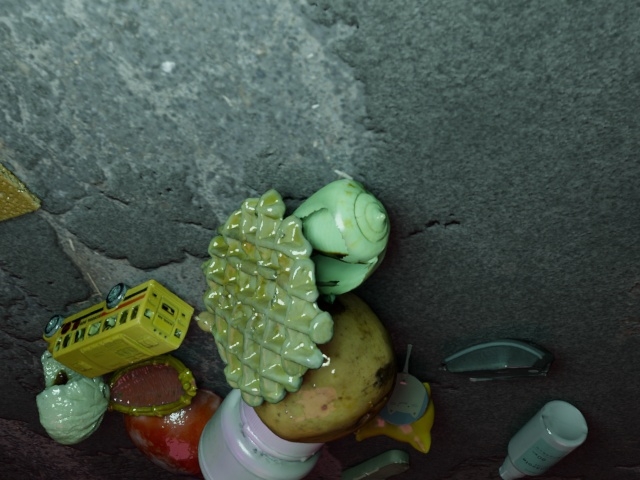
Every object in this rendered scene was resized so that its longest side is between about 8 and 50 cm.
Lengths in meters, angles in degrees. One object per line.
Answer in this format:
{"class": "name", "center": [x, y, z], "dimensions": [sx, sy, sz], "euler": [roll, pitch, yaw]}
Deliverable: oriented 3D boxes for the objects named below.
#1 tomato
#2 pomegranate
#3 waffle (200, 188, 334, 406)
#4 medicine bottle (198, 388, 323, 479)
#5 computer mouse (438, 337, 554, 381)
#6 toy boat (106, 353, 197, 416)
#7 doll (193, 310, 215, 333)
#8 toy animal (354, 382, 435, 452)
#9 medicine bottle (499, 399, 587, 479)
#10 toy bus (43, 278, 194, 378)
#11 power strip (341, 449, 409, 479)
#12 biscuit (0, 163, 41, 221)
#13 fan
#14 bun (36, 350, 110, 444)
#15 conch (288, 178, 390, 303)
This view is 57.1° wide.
{"class": "tomato", "center": [-0.347, 0.495, 1.465], "dimensions": [0.289, 0.176, 0.335], "euler": [-9, 140, 20]}
{"class": "pomegranate", "center": [-0.004, 0.211, 1.022], "dimensions": [0.281, 0.281, 0.281], "euler": [3, 140, 2]}
{"class": "waffle", "center": [-0.095, 0.092, 0.880], "dimensions": [0.056, 0.292, 0.309], "euler": [-3, 153, -38]}
{"class": "medicine bottle", "center": [-0.105, 0.406, 1.268], "dimensions": [0.241, 0.241, 0.302], "euler": [22, 125, -20]}
{"class": "computer mouse", "center": [0.343, 0.232, 1.160], "dimensions": [0.231, 0.071, 0.126], "euler": [-14, 152, 36]}
{"class": "toy boat", "center": [-0.375, 0.325, 1.305], "dimensions": [0.318, 0.141, 0.099], "euler": [-17, 176, 31]}
{"class": "doll", "center": [-0.219, 0.169, 1.154], "dimensions": [0.061, 0.051, 0.093], "euler": [30, 139, 14]}
{"class": "toy animal", "center": [0.132, 0.369, 1.284], "dimensions": [0.229, 0.156, 0.156], "euler": [1, 141, 14]}
{"class": "medicine bottle", "center": [0.524, 0.513, 1.444], "dimensions": [0.110, 0.110, 0.352], "euler": [7, 140, -3]}
{"class": "toy bus", "center": [-0.402, 0.180, 1.129], "dimensions": [0.335, 0.123, 0.121], "euler": [-23, 133, 29]}
{"class": "power strip", "center": [0.163, 0.672, 1.721], "dimensions": [0.080, 0.048, 0.286], "euler": [22, 137, -23]}
{"class": "biscuit", "center": [-0.561, -0.069, 0.922], "dimensions": [0.231, 0.025, 0.131], "euler": [-13, 138, 20]}
{"class": "fan", "center": [0.170, 0.296, 1.209], "dimensions": [0.113, 0.005, 0.175], "euler": [9, 97, 3]}
{"class": "bun", "center": [-0.520, 0.320, 1.254], "dimensions": [0.126, 0.212, 0.204], "euler": [-14, 156, -14]}
{"class": "conch", "center": [0.002, 0.013, 0.864], "dimensions": [0.250, 0.137, 0.143], "euler": [-37, 89, 32]}
